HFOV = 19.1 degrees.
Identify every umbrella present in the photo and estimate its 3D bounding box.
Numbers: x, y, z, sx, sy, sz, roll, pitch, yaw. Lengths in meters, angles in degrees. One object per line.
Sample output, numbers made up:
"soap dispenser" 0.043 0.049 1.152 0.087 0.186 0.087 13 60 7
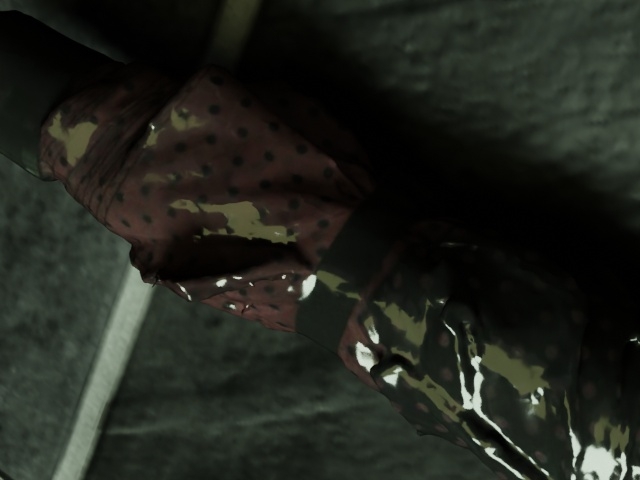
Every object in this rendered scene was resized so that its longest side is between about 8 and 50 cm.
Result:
"umbrella" 0.000 0.000 0.698 0.326 0.094 0.090 31 177 15
